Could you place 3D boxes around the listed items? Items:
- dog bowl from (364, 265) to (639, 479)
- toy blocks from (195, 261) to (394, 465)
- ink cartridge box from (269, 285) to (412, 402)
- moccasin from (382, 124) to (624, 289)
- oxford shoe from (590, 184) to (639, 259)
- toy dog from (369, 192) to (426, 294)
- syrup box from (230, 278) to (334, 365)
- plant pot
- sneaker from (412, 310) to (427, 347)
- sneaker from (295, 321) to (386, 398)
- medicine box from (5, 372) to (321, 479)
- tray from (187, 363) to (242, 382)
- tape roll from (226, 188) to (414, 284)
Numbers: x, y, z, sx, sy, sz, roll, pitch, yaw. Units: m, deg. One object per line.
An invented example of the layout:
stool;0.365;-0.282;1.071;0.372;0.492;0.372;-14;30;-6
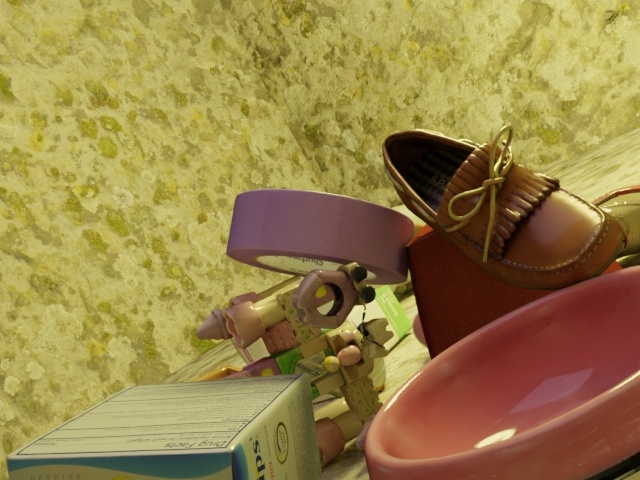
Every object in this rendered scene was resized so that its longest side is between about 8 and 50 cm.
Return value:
dog bowl;0.218;0.162;0.701;0.408;0.150;0.408;-30;4;2
toy blocks;-0.056;0.209;1.146;0.260;0.288;0.309;-24;3;-21
ink cartridge box;0.030;0.221;1.647;0.198;0.114;0.273;-27;4;43
moccasin;0.199;-0.056;0.959;0.139;0.147;0.380;-46;35;2
oxford shoe;0.458;0.006;1.300;0.349;0.123;0.130;-16;28;18
toy dog;0.201;0.038;2.081;0.408;0.284;0.395;-32;22;-17
syrup box;-0.068;0.156;1.642;0.237;0.096;0.093;-29;4;7
plant pot;0.272;0.050;1.163;0.267;0.235;0.267;-28;3;25
sneaker;0.270;0.124;1.405;0.237;0.095;0.104;-25;-20;-4
sneaker;-0.032;0.210;1.371;0.297;0.130;0.112;-8;17;-20
medicine box;-0.165;0.270;0.943;0.264;0.149;0.289;-6;5;16
tray;-0.220;0.324;1.330;0.203;0.076;0.411;10;17;35
tape roll;0.000;0.000;1.202;0.275;0.090;0.275;8;-10;1
